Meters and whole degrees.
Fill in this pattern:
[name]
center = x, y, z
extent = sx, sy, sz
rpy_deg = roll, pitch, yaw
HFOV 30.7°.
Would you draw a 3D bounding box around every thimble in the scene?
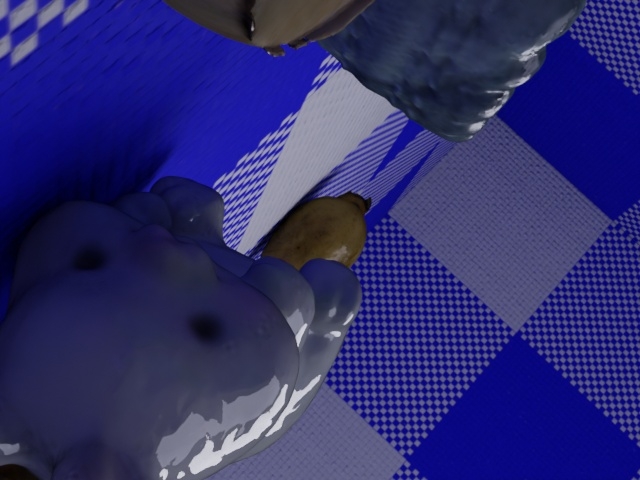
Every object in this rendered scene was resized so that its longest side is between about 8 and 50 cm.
[thimble]
center = 0.089, -0.186, 0.661
extent = 0.205, 0.172, 0.250
rpy_deg = -49, 180, -40

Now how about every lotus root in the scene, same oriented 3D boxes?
[lotus root]
center = 0.000, 0.000, 1.667
extent = 0.221, 0.118, 0.125
rpy_deg = -48, -152, -18

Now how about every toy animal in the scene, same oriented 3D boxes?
[toy animal]
center = -0.123, 0.101, 0.743
extent = 0.241, 0.196, 0.367
rpy_deg = -67, 168, 10

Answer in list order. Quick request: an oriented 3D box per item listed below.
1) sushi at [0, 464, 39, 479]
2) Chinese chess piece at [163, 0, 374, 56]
[sushi]
center = -0.330, 0.298, 0.904
extent = 0.417, 0.176, 0.417
rpy_deg = -47, 177, -3
[Chinese chess piece]
center = 0.023, -0.187, 0.420
extent = 0.257, 0.104, 0.257
rpy_deg = -46, 174, -6
